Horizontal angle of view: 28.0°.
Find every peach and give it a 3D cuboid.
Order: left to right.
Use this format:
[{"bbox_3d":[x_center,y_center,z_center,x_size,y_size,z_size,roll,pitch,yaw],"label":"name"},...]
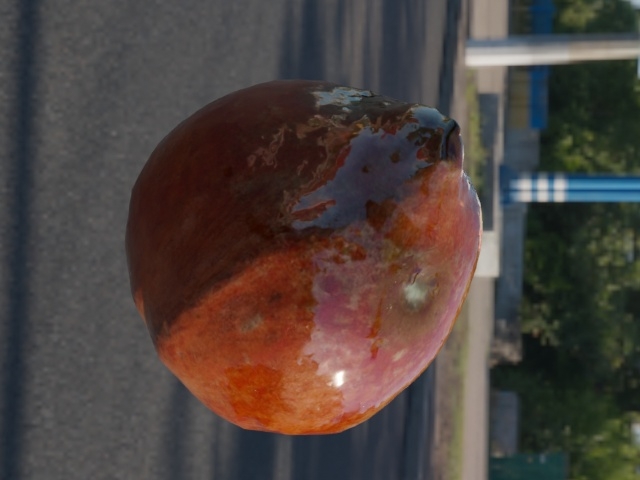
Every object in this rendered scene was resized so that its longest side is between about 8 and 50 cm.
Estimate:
[{"bbox_3d":[0.000,0.000,0.845,0.257,0.232,0.232,-41,-149,45],"label":"peach"}]
